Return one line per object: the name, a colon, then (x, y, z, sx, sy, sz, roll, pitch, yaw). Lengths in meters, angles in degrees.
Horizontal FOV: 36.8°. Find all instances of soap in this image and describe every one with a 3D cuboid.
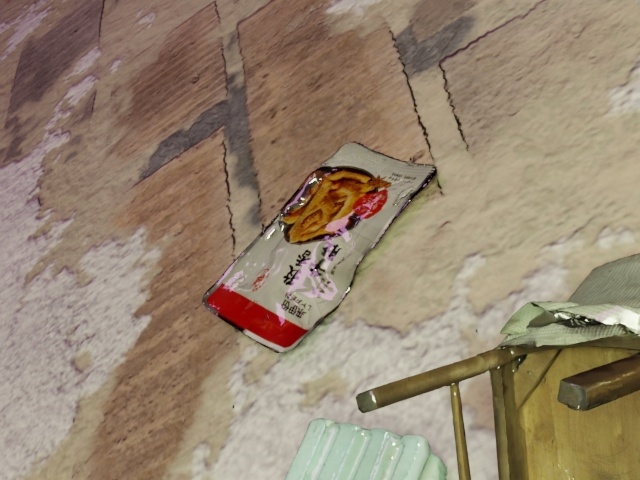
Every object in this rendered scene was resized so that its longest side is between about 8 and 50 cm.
soap: (0.008, 0.230, 0.683, 0.114, 0.063, 0.198, 3, 56, 43)

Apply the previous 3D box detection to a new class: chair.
chair: (0.180, 0.117, 0.587, 0.160, 0.319, 0.186, -8, 93, 40)

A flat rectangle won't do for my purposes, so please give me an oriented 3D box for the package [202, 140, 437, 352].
package: (0.000, 0.000, 0.951, 0.239, 0.030, 0.154, -51, 39, -12)
